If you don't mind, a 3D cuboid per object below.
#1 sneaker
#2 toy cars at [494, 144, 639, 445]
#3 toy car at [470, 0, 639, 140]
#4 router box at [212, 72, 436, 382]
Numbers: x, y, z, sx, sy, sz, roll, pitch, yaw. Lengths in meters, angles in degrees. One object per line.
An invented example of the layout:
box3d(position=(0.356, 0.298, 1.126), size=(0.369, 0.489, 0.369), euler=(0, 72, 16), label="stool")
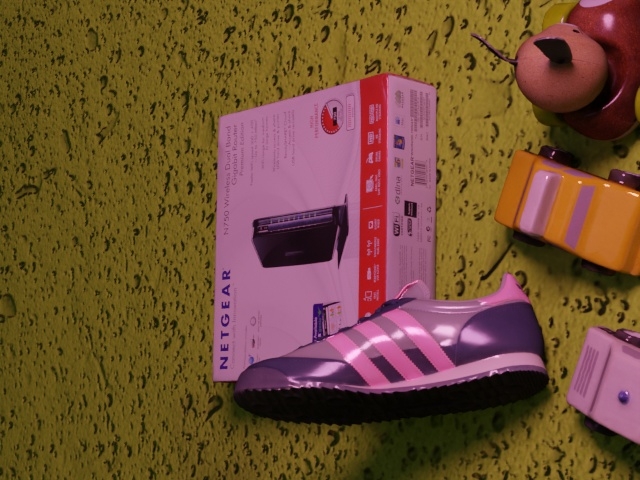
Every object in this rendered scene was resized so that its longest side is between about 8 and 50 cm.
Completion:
box3d(position=(0.068, 0.111, 1.433), size=(0.319, 0.112, 0.131), euler=(-6, 62, 5), label="sneaker")
box3d(position=(0.263, 0.056, 1.320), size=(0.176, 0.087, 0.393), euler=(-41, 56, 37), label="toy cars")
box3d(position=(0.234, -0.178, 1.315), size=(0.155, 0.188, 0.148), euler=(7, 89, 48), label="toy car")
box3d(position=(0.000, 0.000, 1.627), size=(0.301, 0.082, 0.335), euler=(-9, 77, 47), label="router box")
